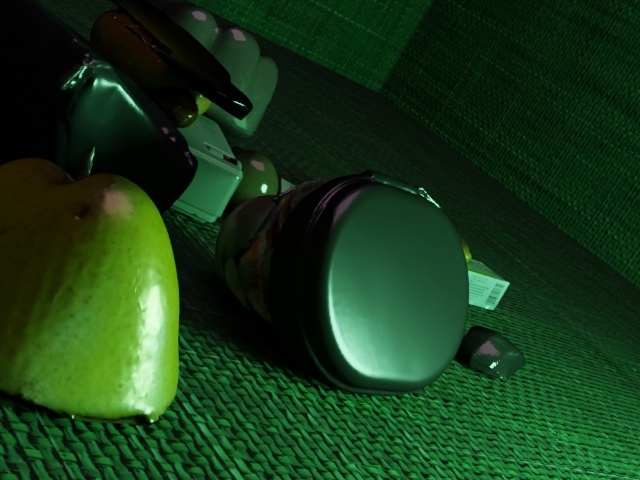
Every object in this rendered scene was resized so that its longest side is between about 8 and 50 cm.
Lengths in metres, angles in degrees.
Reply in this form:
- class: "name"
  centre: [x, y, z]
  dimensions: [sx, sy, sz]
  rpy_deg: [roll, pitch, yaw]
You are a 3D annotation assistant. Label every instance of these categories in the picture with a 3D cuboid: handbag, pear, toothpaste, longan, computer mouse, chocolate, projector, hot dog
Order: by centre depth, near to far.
- class: "pear"
  centre: [-0.209, 0.022, 0.926]
  dimensions: [0.267, 0.178, 0.267]
  rpy_deg: [28, 18, -10]
- class: "handbag"
  centre: [0.062, 0.051, 1.279]
  dimensions: [0.093, 0.254, 0.308]
  rpy_deg: [-2, -11, 41]
- class: "handbag"
  centre: [-0.325, -0.160, 1.318]
  dimensions: [0.302, 0.178, 0.275]
  rpy_deg: [41, 1, 29]
- class: "chocolate"
  centre: [-0.056, 0.020, 1.331]
  dimensions: [0.147, 0.221, 0.221]
  rpy_deg: [8, -4, 39]
- class: "hot dog"
  centre: [-0.232, -0.229, 1.487]
  dimensions: [0.194, 0.107, 0.326]
  rpy_deg: [25, 17, -32]
- class: "projector"
  centre: [-0.227, -0.132, 1.592]
  dimensions: [0.192, 0.099, 0.257]
  rpy_deg: [24, 14, -23]
- class: "longan"
  centre: [-0.113, -0.089, 1.664]
  dimensions: [0.092, 0.113, 0.113]
  rpy_deg: [-9, 36, -32]
- class: "computer mouse"
  centre: [0.261, 0.164, 1.674]
  dimensions: [0.099, 0.057, 0.172]
  rpy_deg: [29, 10, 25]
- class: "toothpaste"
  centre: [0.202, 0.055, 1.923]
  dimensions: [0.336, 0.067, 0.081]
  rpy_deg: [17, 17, -47]

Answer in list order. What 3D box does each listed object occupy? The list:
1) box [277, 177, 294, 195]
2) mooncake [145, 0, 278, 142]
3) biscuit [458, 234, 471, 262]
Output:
- class: "box"
  centre: [0.000, -0.001, 1.687]
  dimensions: [0.175, 0.062, 0.260]
  rpy_deg: [29, 13, -10]
- class: "mooncake"
  centre: [-0.217, -0.273, 1.804]
  dimensions: [0.306, 0.154, 0.306]
  rpy_deg: [25, -8, 4]
- class: "biscuit"
  centre: [0.183, -0.025, 1.921]
  dimensions: [0.174, 0.039, 0.183]
  rpy_deg: [35, 9, -10]
